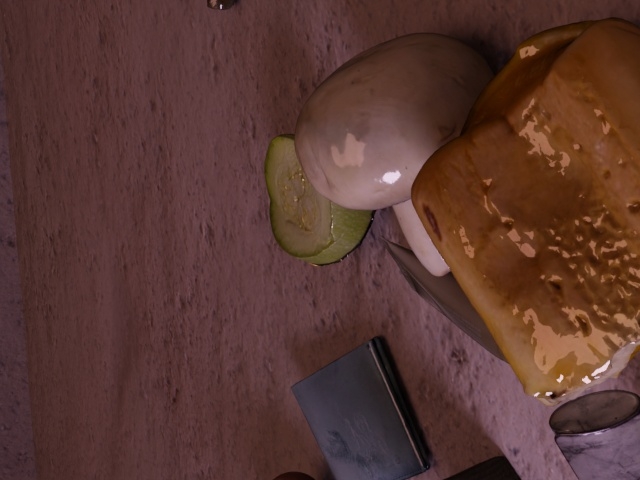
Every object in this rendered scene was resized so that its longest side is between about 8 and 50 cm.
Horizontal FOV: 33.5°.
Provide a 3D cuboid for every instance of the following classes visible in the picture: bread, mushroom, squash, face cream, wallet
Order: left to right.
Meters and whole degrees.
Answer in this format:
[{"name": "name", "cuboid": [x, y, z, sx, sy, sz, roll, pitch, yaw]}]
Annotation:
[{"name": "squash", "cuboid": [-0.017, -0.063, 1.784, 0.220, 0.133, 0.220, -5, 84, 46]}, {"name": "wallet", "cuboid": [0.074, 0.330, 1.926, 0.290, 0.054, 0.251, -36, 75, 51]}, {"name": "mushroom", "cuboid": [0.135, -0.114, 1.487, 0.314, 0.314, 0.336, 9, 135, 56]}, {"name": "face cream", "cuboid": [0.216, 0.095, 1.577, 0.341, 0.084, 0.137, 32, 163, 49]}, {"name": "bread", "cuboid": [0.315, -0.053, 1.207, 0.361, 0.250, 0.394, -46, 58, 29]}]

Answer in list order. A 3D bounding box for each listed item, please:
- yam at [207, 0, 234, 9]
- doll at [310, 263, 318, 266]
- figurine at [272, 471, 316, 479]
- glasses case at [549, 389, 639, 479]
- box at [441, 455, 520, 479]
[{"name": "yam", "cuboid": [-0.185, -0.559, 1.974, 0.061, 0.061, 0.252, 33, 128, 48]}, {"name": "doll", "cuboid": [0.000, 0.000, 1.878, 0.073, 0.084, 0.127, 61, 153, 21]}, {"name": "figurine", "cuboid": [0.023, 0.606, 1.949, 0.388, 0.248, 0.276, 3, 116, 46]}, {"name": "glasses case", "cuboid": [0.381, 0.296, 1.261, 0.114, 0.060, 0.299, -20, 123, 26]}, {"name": "box", "cuboid": [0.191, 0.461, 1.579, 0.184, 0.273, 0.143, 56, 144, 28]}]
